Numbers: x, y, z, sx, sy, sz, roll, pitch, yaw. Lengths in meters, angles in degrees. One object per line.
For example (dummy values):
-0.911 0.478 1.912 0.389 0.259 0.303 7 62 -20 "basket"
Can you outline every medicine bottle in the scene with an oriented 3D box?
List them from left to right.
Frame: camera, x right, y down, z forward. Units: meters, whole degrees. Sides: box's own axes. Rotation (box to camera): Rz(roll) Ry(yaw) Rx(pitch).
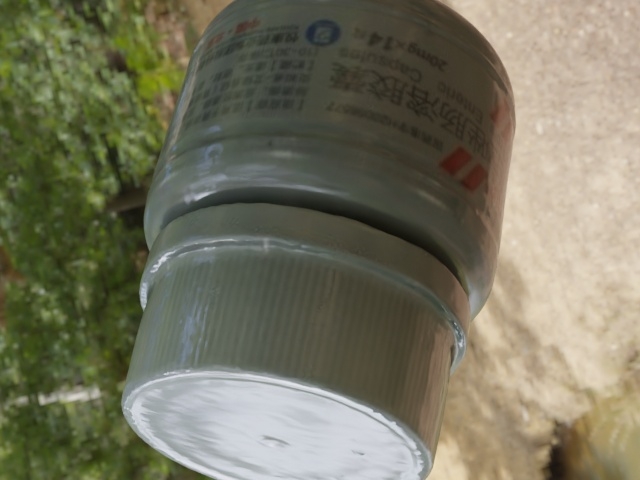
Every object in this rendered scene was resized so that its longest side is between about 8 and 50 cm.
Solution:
0.000 0.000 0.831 0.245 0.245 0.306 88 -168 -59 "medicine bottle"
